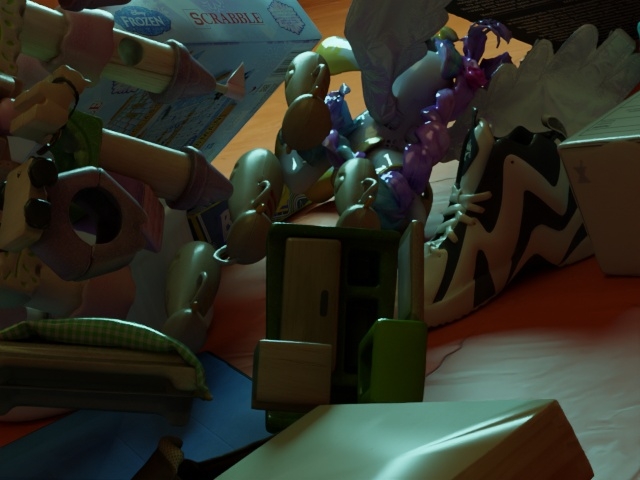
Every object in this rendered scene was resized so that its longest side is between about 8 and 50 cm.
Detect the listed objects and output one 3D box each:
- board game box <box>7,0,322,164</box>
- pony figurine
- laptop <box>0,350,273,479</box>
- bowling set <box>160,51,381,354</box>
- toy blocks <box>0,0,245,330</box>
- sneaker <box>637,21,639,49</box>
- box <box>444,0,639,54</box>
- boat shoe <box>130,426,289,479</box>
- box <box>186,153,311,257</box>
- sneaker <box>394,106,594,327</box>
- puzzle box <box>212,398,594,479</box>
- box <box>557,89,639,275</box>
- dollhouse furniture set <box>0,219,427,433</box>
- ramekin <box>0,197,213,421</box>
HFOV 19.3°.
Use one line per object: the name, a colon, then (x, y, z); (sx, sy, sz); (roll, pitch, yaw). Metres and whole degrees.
board game box: (-0.200, -0.124, 1.930); (0.318, 0.066, 0.318); (-46, -21, 31)
pony figurine: (0.099, -0.140, 1.875); (0.351, 0.303, 0.363); (-54, 20, 4)
laptop: (-0.252, 0.121, 1.456); (0.236, 0.408, 0.382); (-58, 22, -5)
bowling set: (0.000, 0.000, 1.618); (0.287, 0.200, 0.154); (-61, 13, 27)
toy blocks: (-0.170, -0.057, 1.487); (0.260, 0.288, 0.309); (17, -25, -30)
sneaker: (0.367, -0.213, 1.822); (0.107, 0.110, 0.275); (-15, 16, 25)
box: (0.254, -0.399, 2.112); (0.212, 0.293, 0.395); (-9, -12, 36)
boat shoe: (-0.097, 0.173, 1.237); (0.257, 0.095, 0.095); (-14, 12, -13)
box: (-0.081, -0.038, 2.054); (0.169, 0.059, 0.054); (-32, 18, -34)
sneaker: (0.123, -0.029, 1.592); (0.235, 0.153, 0.094); (-22, 15, -2)
puzzle box: (-0.078, 0.214, 1.015); (0.409, 0.052, 0.272); (-33, 11, -26)
box: (0.356, -0.092, 1.558); (0.311, 0.121, 0.148); (-32, 19, -33)
dollhouse furniture set: (-0.087, 0.043, 1.299); (0.302, 0.151, 0.197); (4, -14, -5)
ramekin: (-0.237, 0.059, 1.797); (0.277, 0.135, 0.277); (-19, 15, 5)
